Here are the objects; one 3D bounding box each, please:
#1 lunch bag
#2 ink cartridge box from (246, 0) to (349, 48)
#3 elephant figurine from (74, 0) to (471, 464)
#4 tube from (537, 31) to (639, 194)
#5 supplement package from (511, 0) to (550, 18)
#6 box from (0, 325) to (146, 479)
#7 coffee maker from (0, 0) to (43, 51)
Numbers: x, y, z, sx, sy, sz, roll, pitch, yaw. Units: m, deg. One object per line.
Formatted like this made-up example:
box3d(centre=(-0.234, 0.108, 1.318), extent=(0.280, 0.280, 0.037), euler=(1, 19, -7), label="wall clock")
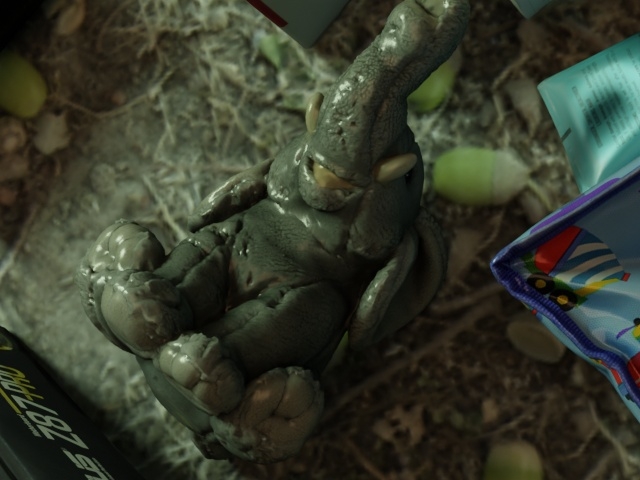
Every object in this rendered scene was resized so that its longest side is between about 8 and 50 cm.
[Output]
box3d(centre=(0.242, -0.038, 0.614), extent=(0.293, 0.221, 0.138), euler=(-45, 77, 10), label="lunch bag")
box3d(centre=(-0.064, -0.203, 0.761), extent=(0.175, 0.127, 0.072), euler=(42, 97, 14), label="ink cartridge box")
box3d(centre=(0.000, 0.000, 0.727), extent=(0.239, 0.186, 0.169), euler=(-47, 112, -17), label="elephant figurine")
box3d(centre=(0.213, -0.101, 0.673), extent=(0.207, 0.052, 0.080), euler=(-29, 51, 21), label="tube")
box3d(centre=(0.140, -0.218, 0.668), extent=(0.179, 0.105, 0.105), euler=(-38, 77, 11), label="supplement package")
box3d(centre=(-0.237, 0.263, 0.718), extent=(0.318, 0.097, 0.395), euler=(31, 98, 58), label="box")
box3d(centre=(-0.251, -0.127, 0.832), extent=(0.171, 0.120, 0.178), euler=(39, 99, -9), label="coffee maker")
